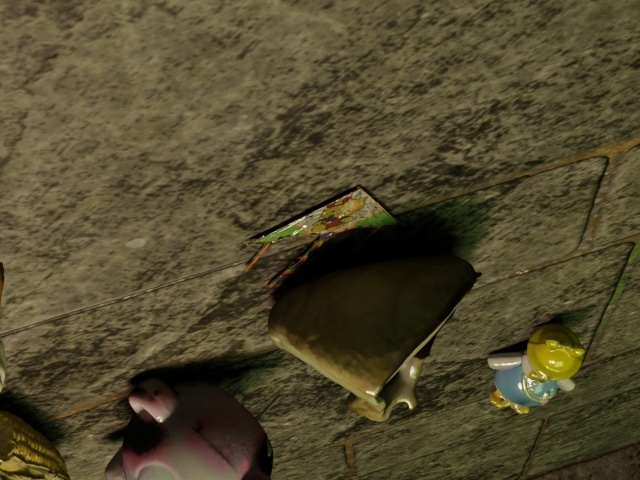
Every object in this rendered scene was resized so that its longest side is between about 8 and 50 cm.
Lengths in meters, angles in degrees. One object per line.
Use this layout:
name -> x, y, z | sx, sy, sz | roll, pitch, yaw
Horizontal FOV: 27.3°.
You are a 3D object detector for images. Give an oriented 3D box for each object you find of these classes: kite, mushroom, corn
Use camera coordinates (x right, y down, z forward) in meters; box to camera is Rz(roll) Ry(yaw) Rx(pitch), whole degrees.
kite -> 0.000, 0.000, 1.485 | 0.198, 0.006, 0.244 | -6, 155, -28
mushroom -> 0.070, 0.087, 1.608 | 0.217, 0.212, 0.292 | -57, 158, -10
corn -> -0.409, 0.304, 1.733 | 0.122, 0.123, 0.305 | -16, 158, -1

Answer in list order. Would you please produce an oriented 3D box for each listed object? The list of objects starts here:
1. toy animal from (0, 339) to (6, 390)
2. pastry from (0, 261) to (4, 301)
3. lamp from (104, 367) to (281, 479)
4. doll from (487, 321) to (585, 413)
toy animal -> -0.431, 0.171, 1.357 | 0.208, 0.156, 0.204 | -20, 155, 14
pastry -> -0.409, 0.074, 1.067 | 0.310, 0.162, 0.255 | -6, 138, -18
lamp -> -0.164, 0.297, 1.841 | 0.247, 0.247, 0.301 | -43, 176, -24
doll -> 0.352, 0.205, 2.141 | 0.099, 0.135, 0.241 | -40, 171, -27
